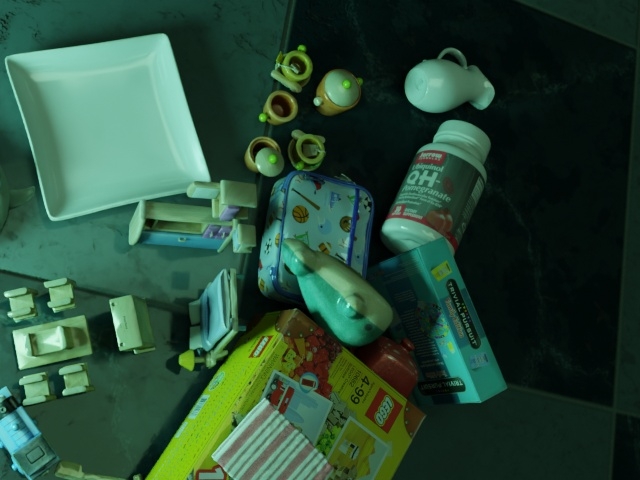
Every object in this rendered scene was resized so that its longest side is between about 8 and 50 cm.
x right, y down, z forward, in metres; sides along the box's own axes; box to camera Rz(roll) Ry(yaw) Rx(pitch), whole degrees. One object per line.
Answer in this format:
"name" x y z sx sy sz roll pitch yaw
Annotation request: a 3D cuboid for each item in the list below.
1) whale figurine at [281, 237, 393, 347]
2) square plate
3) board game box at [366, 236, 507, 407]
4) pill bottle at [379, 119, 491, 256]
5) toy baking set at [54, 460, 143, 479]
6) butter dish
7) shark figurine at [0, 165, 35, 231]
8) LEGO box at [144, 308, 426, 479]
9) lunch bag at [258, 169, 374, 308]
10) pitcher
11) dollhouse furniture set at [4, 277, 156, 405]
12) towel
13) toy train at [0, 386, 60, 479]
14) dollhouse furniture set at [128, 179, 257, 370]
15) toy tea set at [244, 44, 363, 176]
"whale figurine" 0.016 0.109 1.807 0.272 0.216 0.141 39 94 -29
"square plate" -0.431 -0.236 1.879 0.343 0.049 0.347 -15 85 -25
"board game box" 0.238 0.182 1.963 0.079 0.253 0.336 -22 88 -26
"pill bottle" 0.272 -0.110 2.086 0.176 0.176 0.319 32 68 -14
"toy baking set" -0.405 0.529 1.731 0.196 0.030 0.256 -11 83 -25
"butter dish" 0.153 0.257 1.949 0.160 0.160 0.118 39 99 -11
"shark figurine" -0.644 -0.138 1.733 0.166 0.116 0.278 -31 94 -27
"LEGO box" -0.084 0.443 1.779 0.372 0.193 0.500 41 66 -18
"lunch bag" 0.000 0.000 1.981 0.243 0.115 0.304 16 74 -22
"pitcher" 0.295 -0.391 2.200 0.207 0.125 0.178 -8 61 -35
"dollhouse furniture set" -0.455 0.183 1.753 0.242 0.161 0.212 -12 83 -3
"towel" -0.084 0.400 1.651 0.144 0.029 0.197 -46 102 -17
"toy train" -0.548 0.351 1.667 0.080 0.105 0.184 -35 94 -26
"dollhouse furniture set" -0.250 0.075 1.759 0.198 0.286 0.304 4 68 -20
"toy tea set" -0.037 -0.274 2.016 0.200 0.124 0.336 27 69 -16
